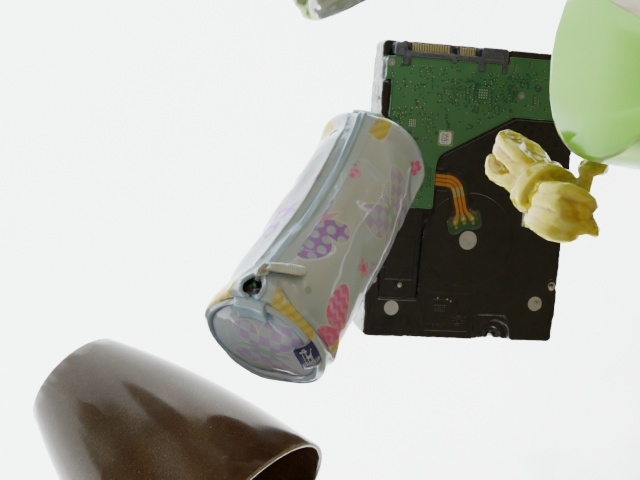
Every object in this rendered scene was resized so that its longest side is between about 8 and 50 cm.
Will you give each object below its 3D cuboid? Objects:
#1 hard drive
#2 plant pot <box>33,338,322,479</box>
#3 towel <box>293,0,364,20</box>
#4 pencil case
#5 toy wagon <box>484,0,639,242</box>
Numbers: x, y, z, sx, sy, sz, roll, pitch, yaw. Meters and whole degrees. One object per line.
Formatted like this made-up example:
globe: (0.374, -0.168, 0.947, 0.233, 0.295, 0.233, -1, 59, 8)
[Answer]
hard drive: (0.168, -0.055, 1.204, 0.237, 0.064, 0.339, 2, -81, -12)
plant pot: (-0.155, 0.202, 0.960, 0.230, 0.215, 0.215, 38, -109, 22)
towel: (0.078, -0.417, 0.874, 0.320, 0.090, 0.374, -28, -53, -18)
pencil case: (0.000, 0.000, 0.944, 0.273, 0.113, 0.124, -58, -45, -37)
toy wagon: (0.140, -0.157, 0.308, 0.068, 0.267, 0.344, 8, -65, -17)
